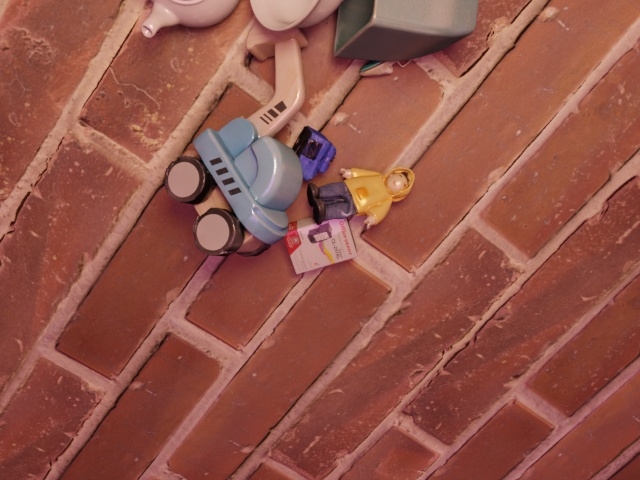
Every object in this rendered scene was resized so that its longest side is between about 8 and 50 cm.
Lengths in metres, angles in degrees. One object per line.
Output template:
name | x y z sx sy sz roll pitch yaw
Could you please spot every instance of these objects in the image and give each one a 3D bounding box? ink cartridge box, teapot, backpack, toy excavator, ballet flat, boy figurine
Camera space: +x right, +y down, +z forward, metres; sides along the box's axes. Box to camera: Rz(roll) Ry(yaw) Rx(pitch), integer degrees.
ink cartridge box | 0.000 0.000 1.374 0.175 0.072 0.127 -17 109 5
teapot | -0.277 -0.588 1.090 0.252 0.187 0.256 -11 109 2
backpack | -0.024 -0.209 1.284 0.101 0.098 0.120 29 106 -16
toy excavator | -0.139 -0.230 1.193 0.445 0.222 0.433 -35 78 12
ballet flat | 0.176 -0.433 1.233 0.168 0.057 0.052 -30 118 9
boy figurine | 0.115 -0.113 1.299 0.285 0.092 0.177 -12 66 -11

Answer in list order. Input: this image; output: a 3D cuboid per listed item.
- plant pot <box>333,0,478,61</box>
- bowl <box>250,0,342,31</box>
plant pot | 0.194 -0.518 1.087 0.252 0.248 0.247 7 92 -17
bowl | -0.016 -0.571 1.052 0.134 0.298 0.298 -1 116 -42
